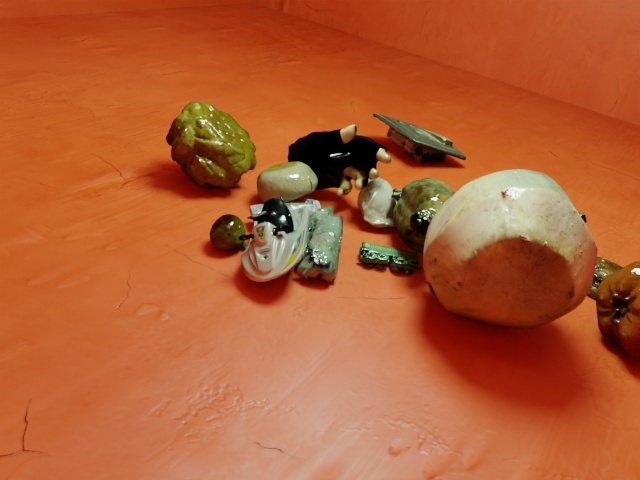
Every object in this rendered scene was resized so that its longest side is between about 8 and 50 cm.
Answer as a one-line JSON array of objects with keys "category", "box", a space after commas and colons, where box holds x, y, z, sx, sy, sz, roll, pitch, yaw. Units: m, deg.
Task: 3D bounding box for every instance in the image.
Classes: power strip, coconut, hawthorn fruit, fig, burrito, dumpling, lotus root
[{"category": "power strip", "box": [0.319, -0.327, 2.300, 0.251, 0.092, 0.257, 4, 26, -34]}, {"category": "coconut", "box": [0.375, 0.021, 1.413, 0.352, 0.353, 0.353, 10, 28, -5]}, {"category": "hawthorn fruit", "box": [0.714, 0.153, 1.462, 0.243, 0.207, 0.207, 5, 28, -23]}, {"category": "fig", "box": [-0.195, -0.010, 1.526, 0.098, 0.082, 0.084, 43, -5, -30]}, {"category": "burrito", "box": [-0.083, -0.065, 1.679, 0.203, 0.064, 0.064, -10, 35, -34]}, {"category": "burrito", "box": [0.004, -0.001, 1.583, 0.096, 0.066, 0.309, 16, 28, -3]}, {"category": "dumpling", "box": [0.163, -0.094, 1.798, 0.134, 0.100, 0.169, 37, 14, -16]}, {"category": "lotus root", "box": [0.247, -0.054, 1.639, 0.173, 0.173, 0.309, 12, 16, -1]}]

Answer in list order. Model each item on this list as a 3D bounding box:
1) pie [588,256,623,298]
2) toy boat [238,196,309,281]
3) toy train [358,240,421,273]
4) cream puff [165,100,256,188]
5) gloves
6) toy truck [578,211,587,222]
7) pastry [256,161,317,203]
[{"category": "pie", "box": [0.701, 0.088, 1.692, 0.193, 0.079, 0.163, 30, 28, 29]}, {"category": "toy boat", "box": [-0.098, -0.011, 1.475, 0.140, 0.141, 0.269, 14, 19, 3]}, {"category": "toy train", "box": [0.159, 0.041, 1.596, 0.147, 0.038, 0.071, 12, 28, -2]}, {"category": "cream puff", "box": [-0.280, -0.242, 1.779, 0.244, 0.196, 0.244, 44, -5, 5]}, {"category": "gloves", "box": [0.050, -0.212, 1.794, 0.301, 0.197, 0.152, 18, 51, 42]}, {"category": "toy truck", "box": [0.622, -0.034, 1.842, 0.216, 0.116, 0.110, -8, 34, -34]}, {"category": "pastry", "box": [-0.085, -0.146, 1.753, 0.156, 0.092, 0.156, -13, 20, 5]}]
